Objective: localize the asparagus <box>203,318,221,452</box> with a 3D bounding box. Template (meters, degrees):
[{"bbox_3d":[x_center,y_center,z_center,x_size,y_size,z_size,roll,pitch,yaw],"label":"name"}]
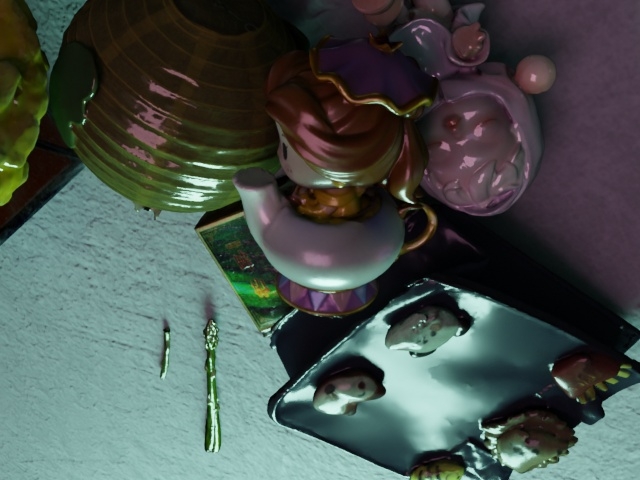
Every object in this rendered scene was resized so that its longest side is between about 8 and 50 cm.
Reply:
[{"bbox_3d":[-0.141,0.188,1.416,0.023,0.022,0.233,49,145,46],"label":"asparagus"}]

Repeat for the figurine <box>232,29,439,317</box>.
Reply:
[{"bbox_3d":[0.017,-0.065,0.975,0.189,0.142,0.263,0,125,-9],"label":"figurine"}]

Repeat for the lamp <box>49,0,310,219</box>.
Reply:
[{"bbox_3d":[-0.141,-0.130,1.087,0.250,0.250,0.284,29,132,2],"label":"lamp"}]

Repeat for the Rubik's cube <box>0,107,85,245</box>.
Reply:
[{"bbox_3d":[-0.468,-0.082,1.237,0.260,0.259,0.255,-23,109,35],"label":"Rubik's cube"}]

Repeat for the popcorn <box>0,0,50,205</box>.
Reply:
[{"bbox_3d":[-0.368,-0.145,1.014,0.233,0.192,0.266,-18,103,-10],"label":"popcorn"}]

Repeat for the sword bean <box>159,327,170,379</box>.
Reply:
[{"bbox_3d":[-0.200,0.147,1.420,0.012,0.012,0.083,17,124,11],"label":"sword bean"}]

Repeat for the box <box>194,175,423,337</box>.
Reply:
[{"bbox_3d":[0.000,0.000,1.212,0.240,0.071,0.159,-20,115,29],"label":"box"}]

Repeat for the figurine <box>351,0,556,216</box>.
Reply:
[{"bbox_3d":[0.121,-0.144,1.040,0.200,0.133,0.276,-23,107,17],"label":"figurine"}]

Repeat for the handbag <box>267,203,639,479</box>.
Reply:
[{"bbox_3d":[0.143,0.143,1.170,0.329,0.122,0.303,31,129,-22],"label":"handbag"}]
